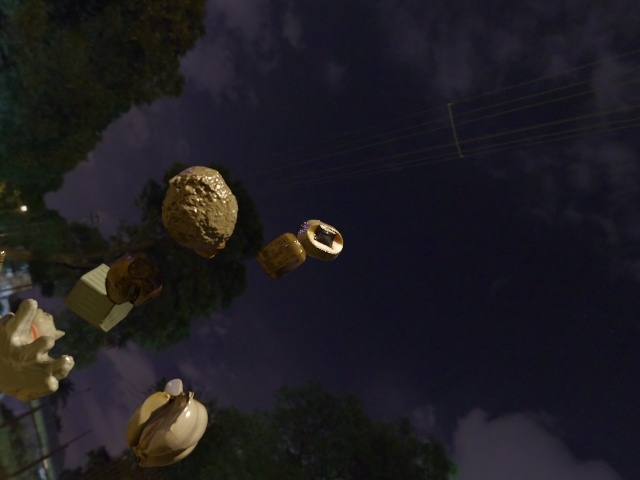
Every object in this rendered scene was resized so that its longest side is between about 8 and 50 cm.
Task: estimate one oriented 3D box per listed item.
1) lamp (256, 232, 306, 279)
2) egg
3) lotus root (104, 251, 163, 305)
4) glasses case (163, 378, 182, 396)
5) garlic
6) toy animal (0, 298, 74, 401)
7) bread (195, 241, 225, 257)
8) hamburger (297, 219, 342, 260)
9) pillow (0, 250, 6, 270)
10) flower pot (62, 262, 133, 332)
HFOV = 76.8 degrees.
[{"bbox_3d":[-0.161,0.064,1.673,0.161,0.185,0.161,53,-7,9],"label":"lamp"},{"bbox_3d":[-0.430,-0.108,1.447,0.279,0.279,0.310,17,-50,42],"label":"egg"},{"bbox_3d":[-0.672,0.149,1.473,0.291,0.193,0.193,-43,-111,47],"label":"lotus root"},{"bbox_3d":[-0.763,0.808,2.084,0.233,0.092,0.059,-127,-157,-63],"label":"glasses case"},{"bbox_3d":[-0.442,0.555,1.159,0.281,0.203,0.184,-6,-57,36],"label":"garlic"},{"bbox_3d":[-0.780,0.305,1.119,0.188,0.308,0.266,83,10,-63],"label":"toy animal"},{"bbox_3d":[-0.647,-0.022,2.288,0.142,0.195,0.269,-48,-137,16],"label":"bread"},{"bbox_3d":[0.000,0.000,1.814,0.116,0.210,0.172,-27,-133,55],"label":"hamburger"},{"bbox_3d":[-1.118,0.124,1.317,0.038,0.113,0.203,7,-97,43],"label":"pillow"},{"bbox_3d":[-0.910,0.244,1.698,0.190,0.209,0.239,34,-90,2],"label":"flower pot"}]
